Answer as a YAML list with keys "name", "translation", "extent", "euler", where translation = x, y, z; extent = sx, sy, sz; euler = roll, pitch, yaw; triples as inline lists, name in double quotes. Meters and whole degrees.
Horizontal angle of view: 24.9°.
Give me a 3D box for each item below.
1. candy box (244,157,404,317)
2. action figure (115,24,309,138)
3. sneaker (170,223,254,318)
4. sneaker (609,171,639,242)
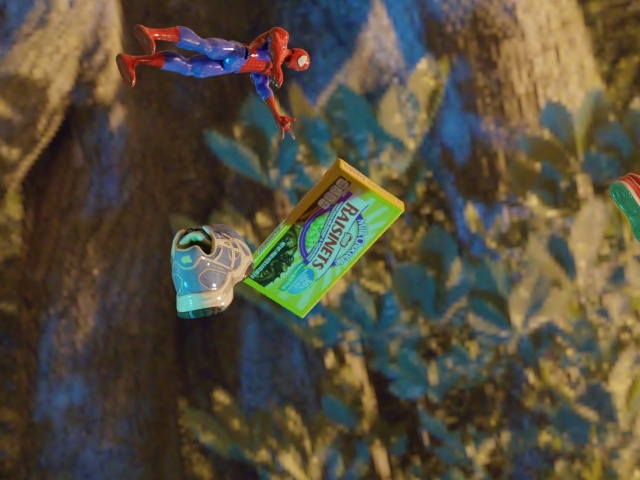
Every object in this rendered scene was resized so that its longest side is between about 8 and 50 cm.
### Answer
- name: "candy box"
  translation: [0.000, 0.000, 1.810]
  extent: [0.206, 0.105, 0.027]
  euler: [-48, -156, 24]
- name: "action figure"
  translation: [-0.107, -0.204, 1.840]
  extent: [0.280, 0.139, 0.091]
  euler: [-9, 152, -43]
- name: "sneaker"
  translation: [-0.126, 0.015, 1.675]
  extent: [0.080, 0.081, 0.211]
  euler: [-11, -162, 6]
- name: "sneaker"
  translation: [0.468, -0.045, 2.087]
  extent: [0.042, 0.118, 0.067]
  euler: [-27, -174, 46]
